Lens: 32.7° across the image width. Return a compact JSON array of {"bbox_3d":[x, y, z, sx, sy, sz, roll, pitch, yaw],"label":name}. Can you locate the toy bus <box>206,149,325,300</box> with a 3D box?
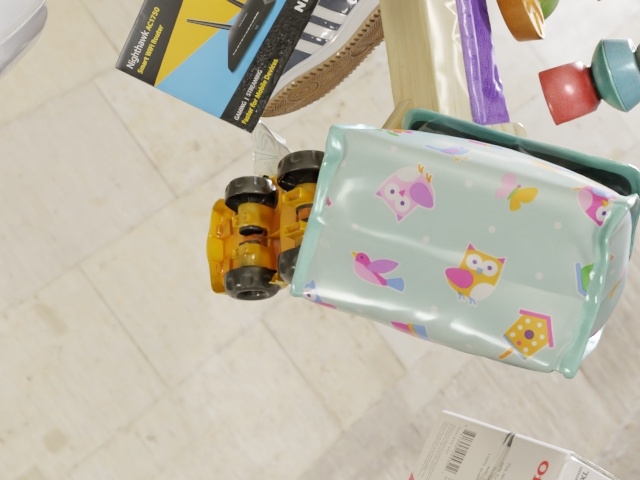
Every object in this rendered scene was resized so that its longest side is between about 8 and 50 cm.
[{"bbox_3d":[0.000,0.000,1.334,0.220,0.149,0.211,-19,-25,38],"label":"toy bus"}]

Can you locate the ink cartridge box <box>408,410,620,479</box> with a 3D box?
[{"bbox_3d":[0.191,0.296,1.172,0.172,0.100,0.237,-63,24,-10],"label":"ink cartridge box"}]

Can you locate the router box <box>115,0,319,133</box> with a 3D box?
[{"bbox_3d":[-0.079,-0.201,0.938,0.178,0.133,0.046,-62,11,18],"label":"router box"}]

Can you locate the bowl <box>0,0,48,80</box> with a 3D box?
[{"bbox_3d":[-0.240,-0.168,0.712,0.053,0.142,0.142,-21,26,28],"label":"bowl"}]

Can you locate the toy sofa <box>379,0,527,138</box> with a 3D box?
[{"bbox_3d":[0.121,-0.259,1.087,0.177,0.362,0.150,-8,1,-20],"label":"toy sofa"}]

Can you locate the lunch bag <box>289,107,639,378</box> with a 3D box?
[{"bbox_3d":[0.130,-0.006,0.855,0.262,0.224,0.160,-15,-60,-69],"label":"lunch bag"}]

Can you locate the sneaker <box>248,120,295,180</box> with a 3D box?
[{"bbox_3d":[-0.069,-0.111,1.423,0.061,0.054,0.152,-51,41,10],"label":"sneaker"}]

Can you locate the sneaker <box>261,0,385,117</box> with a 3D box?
[{"bbox_3d":[-0.005,-0.283,1.351,0.282,0.153,0.099,-38,-15,31],"label":"sneaker"}]

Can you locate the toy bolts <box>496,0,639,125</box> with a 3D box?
[{"bbox_3d":[0.301,-0.245,1.189,0.159,0.228,0.218,-19,7,23],"label":"toy bolts"}]
